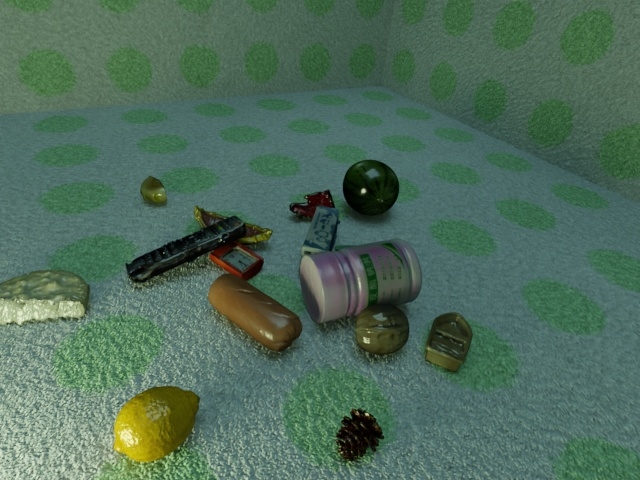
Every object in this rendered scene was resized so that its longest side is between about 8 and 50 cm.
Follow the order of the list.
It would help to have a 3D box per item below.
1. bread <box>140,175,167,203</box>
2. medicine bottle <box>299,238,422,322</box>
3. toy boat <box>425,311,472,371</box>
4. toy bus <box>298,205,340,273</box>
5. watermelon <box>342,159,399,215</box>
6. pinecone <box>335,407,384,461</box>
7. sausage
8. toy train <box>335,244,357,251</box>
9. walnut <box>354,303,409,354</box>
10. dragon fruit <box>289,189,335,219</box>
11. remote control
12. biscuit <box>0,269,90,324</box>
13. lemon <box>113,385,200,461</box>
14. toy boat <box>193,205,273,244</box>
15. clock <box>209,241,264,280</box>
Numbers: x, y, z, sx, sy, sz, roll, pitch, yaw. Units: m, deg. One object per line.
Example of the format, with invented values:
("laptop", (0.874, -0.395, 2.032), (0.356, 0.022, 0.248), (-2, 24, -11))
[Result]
("bread", (-0.690, -0.200, 1.701), (0.157, 0.083, 0.094), (23, 41, 26))
("medicine bottle", (0.121, 0.118, 1.260), (0.324, 0.212, 0.212), (-9, 37, -20))
("toy boat", (0.372, 0.286, 1.193), (0.115, 0.061, 0.188), (19, 37, 20))
("toy bus", (0.000, 0.000, 1.481), (0.106, 0.131, 0.297), (10, 36, 5))
("watermelon", (0.211, -0.222, 1.738), (0.241, 0.243, 0.243), (4, 35, -3))
("pinecone", (0.083, 0.435, 0.918), (0.109, 0.102, 0.102), (-46, 53, -9))
("sausage", (-0.187, 0.203, 1.173), (0.304, 0.121, 0.121), (28, 40, 29))
("toy train", (0.124, 0.055, 1.480), (0.171, 0.070, 0.099), (2, 28, -4))
("walnut", (0.173, 0.247, 1.152), (0.161, 0.140, 0.140), (-2, 36, -8))
("dragon fruit", (-0.032, -0.132, 1.684), (0.192, 0.123, 0.093), (-4, 51, -18))
("remote control", (-0.435, 0.029, 1.367), (0.398, 0.062, 0.144), (-26, 29, -20))
("biscuit", (-0.813, 0.150, 1.183), (0.280, 0.084, 0.179), (-4, 37, -13))
("lemon", (-0.342, 0.383, 0.876), (0.187, 0.142, 0.142), (-24, 44, -33))
("toy boat", (-0.326, -0.042, 1.524), (0.317, 0.099, 0.141), (17, 40, 11))
("clock", (-0.282, 0.072, 1.400), (0.155, 0.061, 0.113), (28, 40, 23))
